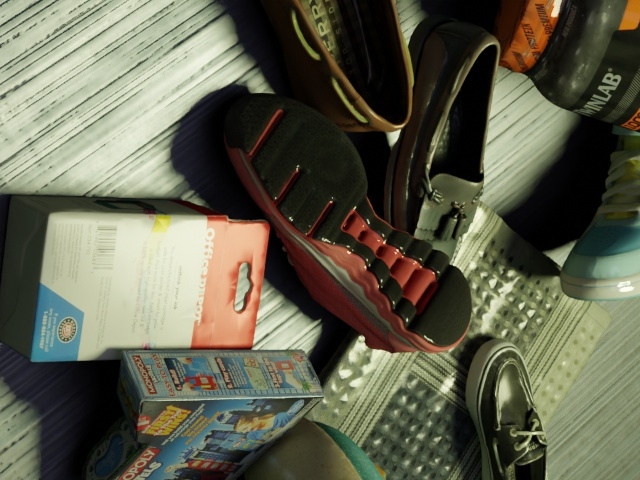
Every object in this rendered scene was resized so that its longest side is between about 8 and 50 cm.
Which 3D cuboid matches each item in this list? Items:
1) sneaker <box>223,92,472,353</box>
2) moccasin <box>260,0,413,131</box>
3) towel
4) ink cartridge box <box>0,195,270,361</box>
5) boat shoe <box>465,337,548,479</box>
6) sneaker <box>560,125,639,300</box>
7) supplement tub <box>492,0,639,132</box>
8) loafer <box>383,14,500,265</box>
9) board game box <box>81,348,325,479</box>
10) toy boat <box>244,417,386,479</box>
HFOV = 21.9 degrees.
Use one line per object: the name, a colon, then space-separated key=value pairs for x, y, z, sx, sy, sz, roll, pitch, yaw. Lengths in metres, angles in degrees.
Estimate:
sneaker: x=0.000 y=0.001 z=1.584 sx=0.314 sy=0.136 sz=0.116 roll=49 pitch=54 yaw=-13
moccasin: x=-0.005 y=-0.266 z=1.484 sx=0.139 sy=0.147 sz=0.380 roll=-28 pitch=117 yaw=-28
towel: x=0.143 y=0.133 z=1.774 sx=0.312 sy=0.056 sz=0.324 roll=39 pitch=81 yaw=-34
ink cartridge box: x=-0.166 y=0.033 z=1.490 sx=0.231 sy=0.078 sz=0.134 roll=2 pitch=102 yaw=-37
boat shoe: x=0.210 y=0.210 z=1.760 sx=0.078 sy=0.070 sz=0.219 roll=-20 pitch=112 yaw=-28
sneaker: x=0.340 y=-0.074 z=1.788 sx=0.319 sy=0.127 sz=0.208 roll=-36 pitch=122 yaw=-49
supplement tub: x=0.356 y=-0.205 z=1.662 sx=0.338 sy=0.207 sz=0.207 roll=16 pitch=93 yaw=-5
loafer: x=0.122 y=-0.081 z=1.610 sx=0.096 sy=0.084 sz=0.267 roll=-12 pitch=113 yaw=-41
board game box: x=-0.130 y=0.166 z=1.517 sx=0.194 sy=0.060 sz=0.194 roll=17 pitch=127 yaw=-46
toy boat: x=0.022 y=0.314 z=1.632 sx=0.148 sy=0.267 sz=0.318 roll=-18 pitch=146 yaw=-24
